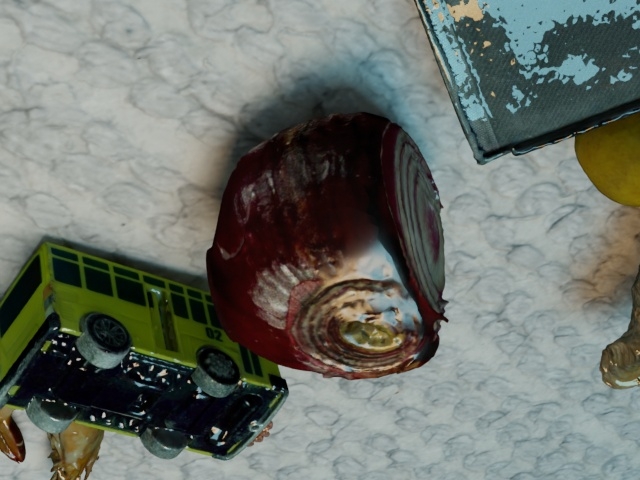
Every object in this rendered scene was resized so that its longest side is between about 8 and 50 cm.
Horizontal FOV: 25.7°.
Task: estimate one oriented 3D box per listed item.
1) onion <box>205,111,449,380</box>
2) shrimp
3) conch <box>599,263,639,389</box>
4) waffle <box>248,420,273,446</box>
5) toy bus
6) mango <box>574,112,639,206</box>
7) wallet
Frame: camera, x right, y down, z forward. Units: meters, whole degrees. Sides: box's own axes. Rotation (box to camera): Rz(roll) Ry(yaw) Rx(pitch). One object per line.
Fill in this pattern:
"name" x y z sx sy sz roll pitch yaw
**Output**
"onion" -0.003 -0.003 1.275 0.206 0.216 0.207 -16 131 17
"shrimp" -0.287 0.196 1.467 0.133 0.053 0.236 -9 134 -19
"conch" 0.452 0.025 1.525 0.297 0.210 0.352 20 145 -39
"waffle" -0.091 0.211 1.594 0.075 0.029 0.083 -8 140 -16
"toy bus" -0.173 0.109 1.352 0.262 0.150 0.128 19 125 -32
"mango" 0.371 -0.120 1.335 0.262 0.167 0.130 -23 95 10
"wallet" 0.259 -0.220 1.214 0.342 0.075 0.237 -22 122 8
